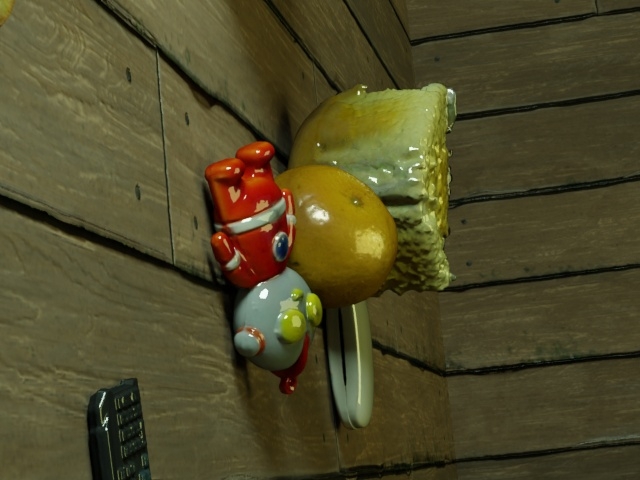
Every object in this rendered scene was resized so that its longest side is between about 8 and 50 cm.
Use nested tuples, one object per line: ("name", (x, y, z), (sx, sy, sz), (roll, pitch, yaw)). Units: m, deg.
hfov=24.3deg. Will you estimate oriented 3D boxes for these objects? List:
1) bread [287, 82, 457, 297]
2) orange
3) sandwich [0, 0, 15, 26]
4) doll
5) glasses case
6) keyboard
("bread", (0.052, -0.063, 1.751), (0.162, 0.204, 0.262), (18, 69, -66))
("orange", (0.000, 0.000, 1.544), (0.136, 0.159, 0.159), (-50, -158, 35))
("sandwich", (-0.208, -0.245, 0.587), (0.262, 0.131, 0.325), (-84, 166, -48))
("doll", (-0.053, 0.033, 1.411), (0.142, 0.076, 0.245), (-32, 113, -54))
("glasses case", (0.038, 0.139, 1.901), (0.081, 0.051, 0.204), (33, 52, -73))
("keyboard", (-0.125, 0.229, 1.030), (0.106, 0.016, 0.262), (-9, 92, -80))
